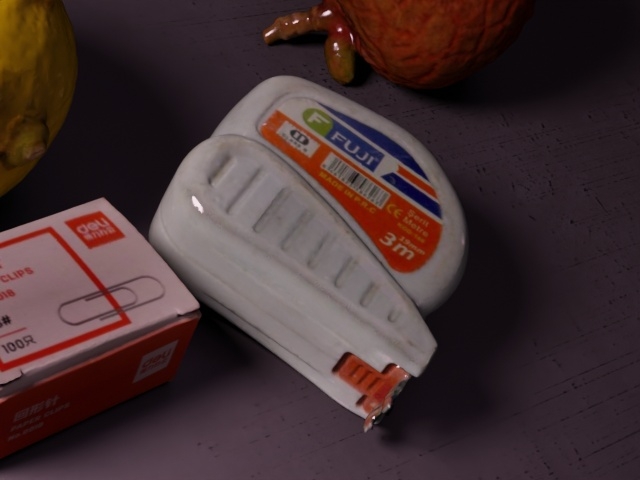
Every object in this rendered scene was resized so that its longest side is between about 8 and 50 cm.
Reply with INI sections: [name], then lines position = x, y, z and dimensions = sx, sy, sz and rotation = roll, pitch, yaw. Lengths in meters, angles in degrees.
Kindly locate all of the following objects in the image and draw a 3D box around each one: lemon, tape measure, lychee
[lemon]
position = -0.318, -0.146, 0.952
dimensions = 0.284, 0.260, 0.260
rotation = 53, 45, -1
[tape measure]
position = 0.000, 0.001, 1.060
dimensions = 0.243, 0.125, 0.246
rotation = 36, 45, 0
[lychee]
position = 0.082, -0.272, 1.293
dimensions = 0.300, 0.255, 0.255
rotation = -37, 67, -9

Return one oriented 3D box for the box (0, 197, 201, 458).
[box]
position = -0.197, 0.058, 0.921
dimensions = 0.182, 0.099, 0.133
rotation = -20, 58, -39
